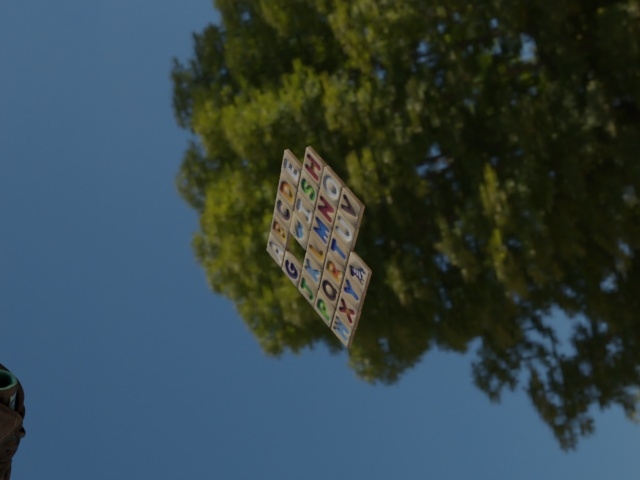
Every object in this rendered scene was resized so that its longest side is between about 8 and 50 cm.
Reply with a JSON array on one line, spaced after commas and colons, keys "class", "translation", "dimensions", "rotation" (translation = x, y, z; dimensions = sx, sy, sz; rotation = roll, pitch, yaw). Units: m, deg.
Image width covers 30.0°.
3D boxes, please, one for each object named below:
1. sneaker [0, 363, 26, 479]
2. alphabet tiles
[{"class": "sneaker", "translation": [-0.255, 0.156, 0.854], "dimensions": [0.101, 0.106, 0.267], "rotation": [-126, 21, -58]}, {"class": "alphabet tiles", "translation": [0.000, 0.000, 1.544], "dimensions": [0.009, 0.237, 0.198], "rotation": [-23, -124, -28]}]
